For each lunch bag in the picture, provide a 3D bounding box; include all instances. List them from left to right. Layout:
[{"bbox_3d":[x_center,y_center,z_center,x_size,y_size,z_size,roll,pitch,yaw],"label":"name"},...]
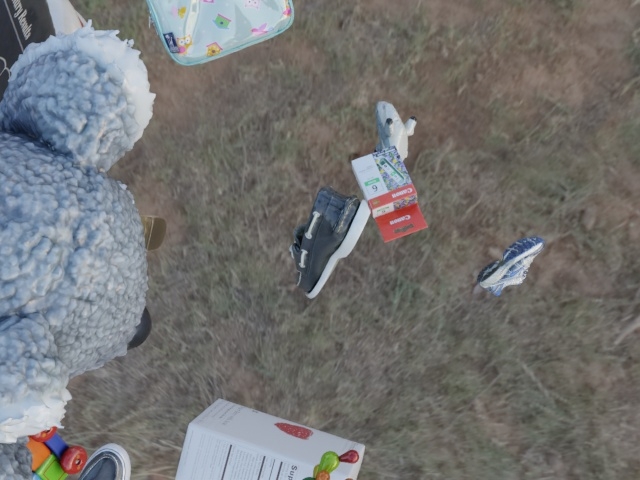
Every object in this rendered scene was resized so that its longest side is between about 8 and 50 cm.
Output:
[{"bbox_3d":[-0.206,-0.476,1.842,0.279,0.224,0.108,-20,33,-2],"label":"lunch bag"}]

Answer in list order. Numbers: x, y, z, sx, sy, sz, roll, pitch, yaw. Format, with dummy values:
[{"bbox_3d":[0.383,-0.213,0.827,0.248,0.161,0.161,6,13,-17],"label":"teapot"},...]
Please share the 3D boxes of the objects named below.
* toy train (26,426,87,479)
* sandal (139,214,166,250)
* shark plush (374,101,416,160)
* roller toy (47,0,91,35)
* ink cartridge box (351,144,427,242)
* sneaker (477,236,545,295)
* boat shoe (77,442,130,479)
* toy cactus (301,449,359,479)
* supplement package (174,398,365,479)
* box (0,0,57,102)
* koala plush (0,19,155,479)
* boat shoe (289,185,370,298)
[{"bbox_3d":[-0.443,0.283,1.313,0.105,0.248,0.143,13,54,35],"label":"toy train"},{"bbox_3d":[-0.336,-0.023,1.561,0.079,0.240,0.088,14,90,14],"label":"sandal"},{"bbox_3d":[0.122,-0.160,1.662,0.073,0.067,0.161,-26,120,-39],"label":"shark plush"},{"bbox_3d":[-0.331,-0.183,1.050,0.209,0.146,0.191,10,78,10],"label":"roller toy"},{"bbox_3d":[0.089,-0.061,1.224,0.063,0.029,0.115,-20,65,-2],"label":"ink cartridge box"},{"bbox_3d":[0.344,0.046,1.686,0.135,0.052,0.058,-38,111,12],"label":"sneaker"},{"bbox_3d":[-0.382,0.431,1.524,0.080,0.076,0.228,35,100,4],"label":"boat shoe"},{"bbox_3d":[-0.017,0.425,1.443,0.181,0.112,0.218,1,86,10],"label":"toy cactus"},{"bbox_3d":[-0.092,0.423,1.697,0.293,0.177,0.175,16,98,9],"label":"supplement package"},{"bbox_3d":[-0.378,-0.067,0.642,0.212,0.293,0.395,32,75,-1],"label":"box"},{"bbox_3d":[-0.154,0.017,0.402,0.203,0.221,0.196,32,63,-32],"label":"koala plush"},{"bbox_3d":[0.000,0.000,1.570,0.091,0.302,0.114,28,56,-2],"label":"boat shoe"}]
